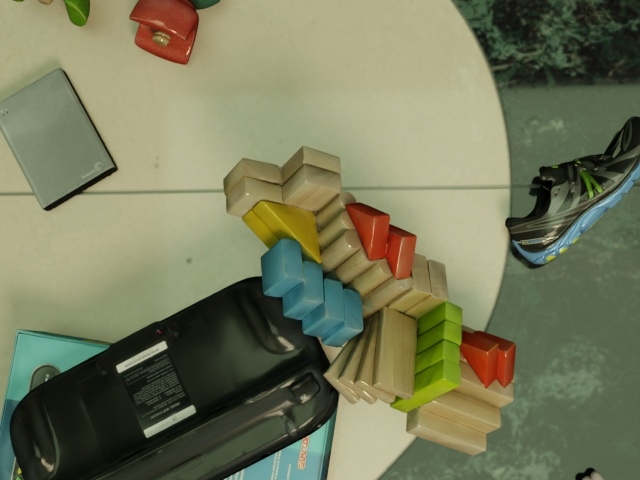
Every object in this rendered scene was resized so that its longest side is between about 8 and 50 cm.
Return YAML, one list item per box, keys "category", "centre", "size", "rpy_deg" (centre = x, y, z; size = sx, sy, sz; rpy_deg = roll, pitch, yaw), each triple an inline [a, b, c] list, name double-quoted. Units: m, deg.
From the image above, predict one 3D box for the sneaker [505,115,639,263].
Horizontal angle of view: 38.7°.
- category: "sneaker"
  centre: [0.266, -0.060, 0.931]
  size: [0.188, 0.067, 0.078]
  rpy_deg: [-45, 87, 3]

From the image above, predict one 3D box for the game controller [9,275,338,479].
- category: "game controller"
  centre: [-0.147, 0.163, 0.882]
  size: [0.319, 0.067, 0.166]
  rpy_deg: [-27, 66, 2]

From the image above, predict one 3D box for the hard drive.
- category: "hard drive"
  centre: [-0.299, -0.113, 1.024]
  size: [0.094, 0.022, 0.135]
  rpy_deg: [-31, 81, 2]

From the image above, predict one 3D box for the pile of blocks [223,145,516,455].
- category: "pile of blocks"
  centre: [0.056, 0.052, 0.848]
  size: [0.362, 0.113, 0.149]
  rpy_deg: [43, 47, -6]

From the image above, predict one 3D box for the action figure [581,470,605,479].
- category: "action figure"
  centre: [0.295, 0.366, 0.785]
  size: [0.248, 0.276, 0.370]
  rpy_deg: [30, 101, 15]

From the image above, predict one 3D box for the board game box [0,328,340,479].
- category: "board game box"
  centre: [-0.164, 0.242, 0.936]
  size: [0.336, 0.079, 0.253]
  rpy_deg: [8, 84, 8]

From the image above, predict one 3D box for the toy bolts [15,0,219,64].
- category: "toy bolts"
  centre: [-0.207, -0.315, 0.963]
  size: [0.229, 0.218, 0.158]
  rpy_deg: [22, 79, -9]
